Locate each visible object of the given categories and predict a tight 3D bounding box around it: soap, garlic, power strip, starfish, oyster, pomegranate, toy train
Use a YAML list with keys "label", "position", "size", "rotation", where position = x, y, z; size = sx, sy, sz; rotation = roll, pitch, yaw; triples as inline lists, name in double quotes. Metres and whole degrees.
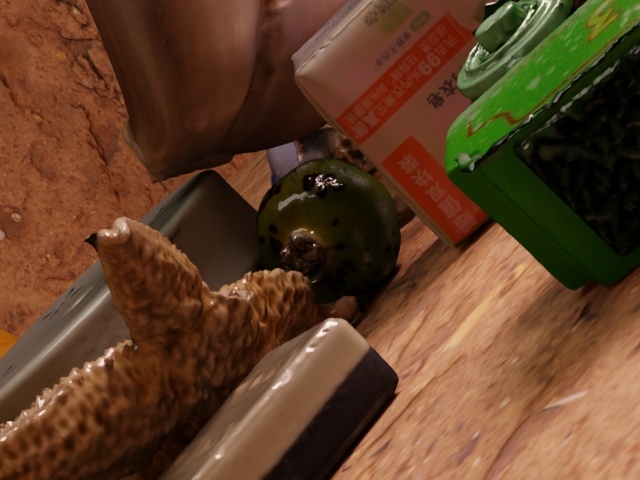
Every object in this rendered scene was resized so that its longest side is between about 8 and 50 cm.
- label: "soap"
  position: [0.106, -0.129, 1.294]
  size: [0.199, 0.182, 0.138]
  rotation: [-43, 9, 8]
- label: "garlic"
  position: [-0.083, -0.232, 1.425]
  size: [0.231, 0.340, 0.246]
  rotation: [-19, 8, -15]
- label: "power strip"
  position: [-0.161, 0.112, 1.523]
  size: [0.357, 0.161, 0.357]
  rotation: [-43, 8, 8]
- label: "starfish"
  position: [-0.111, 0.133, 1.170]
  size: [0.324, 0.082, 0.432]
  rotation: [-60, -16, -2]
- label: "oyster"
  position: [0.021, -0.097, 1.638]
  size: [0.161, 0.107, 0.233]
  rotation: [-41, 45, 39]
- label: "pomegranate"
  position: [0.000, 0.000, 1.397]
  size: [0.122, 0.122, 0.161]
  rotation: [-42, -1, 21]
- label: "power strip"
  position: [-0.062, 0.157, 1.049]
  size: [0.257, 0.070, 0.105]
  rotation: [-50, 8, -30]
- label: "toy train"
  position: [0.172, -0.089, 0.922]
  size: [0.243, 0.132, 0.188]
  rotation: [-41, 16, 23]

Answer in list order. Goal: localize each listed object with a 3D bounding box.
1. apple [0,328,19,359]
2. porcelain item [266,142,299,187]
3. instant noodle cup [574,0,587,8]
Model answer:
- label: "apple"
  position: [-0.385, 0.216, 1.733]
  size: [0.299, 0.299, 0.275]
  rotation: [-42, -13, 18]
- label: "porcelain item"
  position: [0.001, -0.097, 1.976]
  size: [0.141, 0.141, 0.259]
  rotation: [-46, -1, -15]
- label: "instant noodle cup"
  position: [0.212, -0.226, 1.059]
  size: [0.274, 0.091, 0.274]
  rotation: [-22, -27, -11]
